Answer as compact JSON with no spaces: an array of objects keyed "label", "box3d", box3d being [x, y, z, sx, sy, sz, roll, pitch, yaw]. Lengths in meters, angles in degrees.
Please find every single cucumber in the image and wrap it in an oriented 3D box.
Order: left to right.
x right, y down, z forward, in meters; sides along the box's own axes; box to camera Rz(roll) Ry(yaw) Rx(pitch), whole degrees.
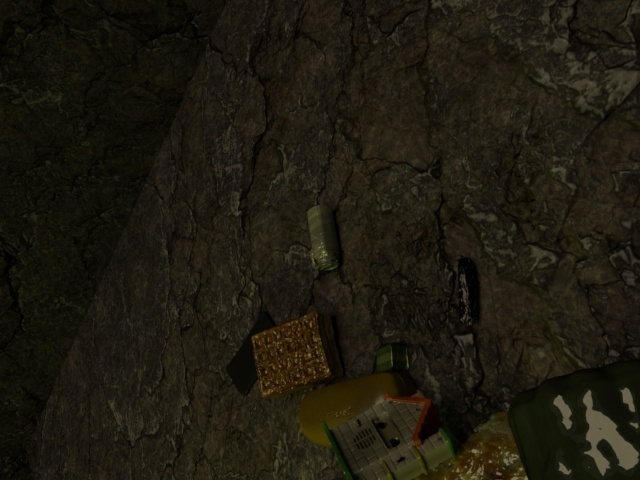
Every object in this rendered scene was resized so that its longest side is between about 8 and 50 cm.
[{"label":"cucumber","box3d":[0.364,0.124,1.463,0.053,0.053,0.182,-16,68,43]}]

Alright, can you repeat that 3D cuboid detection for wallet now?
[{"label":"wallet","box3d":[-0.232,0.394,2.040,0.146,0.030,0.285,49,116,39]}]

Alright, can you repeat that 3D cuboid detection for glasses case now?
[{"label":"glasses case","box3d":[0.087,0.471,1.601,0.371,0.141,0.173,-27,62,40]}]

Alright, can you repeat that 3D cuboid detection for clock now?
[{"label":"clock","box3d":[0.162,0.465,1.354,0.255,0.106,0.220,-26,27,-7]}]

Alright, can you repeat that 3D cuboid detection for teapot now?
[{"label":"teapot","box3d":[0.000,0.000,1.859,0.107,0.077,0.201,-31,59,42]}]

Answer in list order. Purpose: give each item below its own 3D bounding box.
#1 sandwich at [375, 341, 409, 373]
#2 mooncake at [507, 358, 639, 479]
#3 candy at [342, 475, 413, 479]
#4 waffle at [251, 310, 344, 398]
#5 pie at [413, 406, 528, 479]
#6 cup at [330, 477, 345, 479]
[{"label":"sandwich","box3d":[0.172,0.322,1.597,0.116,0.074,0.074,-19,66,42]},{"label":"mooncake","box3d":[0.520,0.322,1.031,0.356,0.356,0.194,-33,60,37]},{"label":"candy","box3d":[0.106,0.617,1.389,0.142,0.343,0.132,34,143,24]},{"label":"waffle","box3d":[-0.077,0.356,1.822,0.308,0.091,0.213,-26,69,37]},{"label":"pie","box3d":[0.352,0.520,1.283,0.337,0.075,0.338,-26,42,26]},{"label":"cup","box3d":[0.048,0.732,1.607,0.120,0.120,0.141,54,132,40]}]
